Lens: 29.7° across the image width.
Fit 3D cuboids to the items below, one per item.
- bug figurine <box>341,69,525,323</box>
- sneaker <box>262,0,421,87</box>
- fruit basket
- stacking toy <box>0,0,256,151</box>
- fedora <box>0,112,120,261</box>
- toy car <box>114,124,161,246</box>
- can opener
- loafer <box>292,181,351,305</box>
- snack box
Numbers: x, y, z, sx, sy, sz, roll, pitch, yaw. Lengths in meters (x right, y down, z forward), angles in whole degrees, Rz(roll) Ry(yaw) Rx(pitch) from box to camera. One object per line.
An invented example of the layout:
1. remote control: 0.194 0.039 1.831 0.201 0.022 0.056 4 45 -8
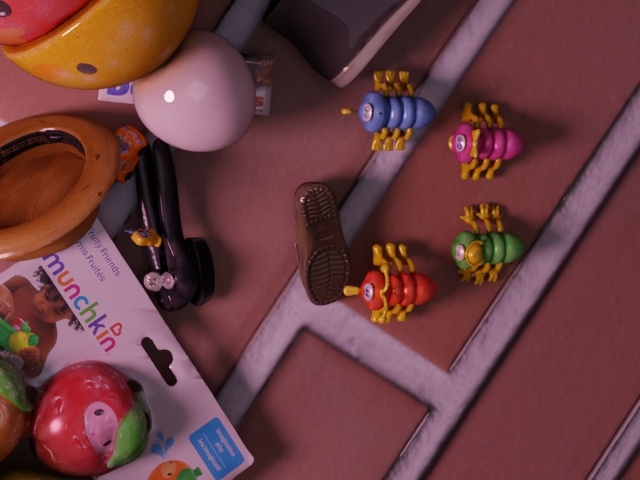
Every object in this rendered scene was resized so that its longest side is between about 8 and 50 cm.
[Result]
1. bug figurine: 0.125 -0.045 1.299 0.216 0.072 0.279 -6 101 -23
2. sneaker: 0.046 -0.278 1.246 0.118 0.083 0.222 37 90 -17
3. fruit basket: -0.282 0.204 1.199 0.353 0.165 0.327 -33 106 -11
4. stacking toy: -0.220 -0.255 1.082 0.350 0.350 0.480 -47 118 -3
5. fedora: -0.278 -0.038 1.181 0.194 0.194 0.079 -28 139 -9
6. toy car: -0.188 -0.056 1.212 0.060 0.040 0.122 -39 71 30
7. can opener: -0.163 -0.015 1.256 0.059 0.073 0.186 -10 101 26
8. loafer: 0.000 0.000 1.299 0.056 0.050 0.148 -8 117 -11
9. snack box: -0.138 -0.168 1.246 0.178 0.022 0.064 3 97 -15
